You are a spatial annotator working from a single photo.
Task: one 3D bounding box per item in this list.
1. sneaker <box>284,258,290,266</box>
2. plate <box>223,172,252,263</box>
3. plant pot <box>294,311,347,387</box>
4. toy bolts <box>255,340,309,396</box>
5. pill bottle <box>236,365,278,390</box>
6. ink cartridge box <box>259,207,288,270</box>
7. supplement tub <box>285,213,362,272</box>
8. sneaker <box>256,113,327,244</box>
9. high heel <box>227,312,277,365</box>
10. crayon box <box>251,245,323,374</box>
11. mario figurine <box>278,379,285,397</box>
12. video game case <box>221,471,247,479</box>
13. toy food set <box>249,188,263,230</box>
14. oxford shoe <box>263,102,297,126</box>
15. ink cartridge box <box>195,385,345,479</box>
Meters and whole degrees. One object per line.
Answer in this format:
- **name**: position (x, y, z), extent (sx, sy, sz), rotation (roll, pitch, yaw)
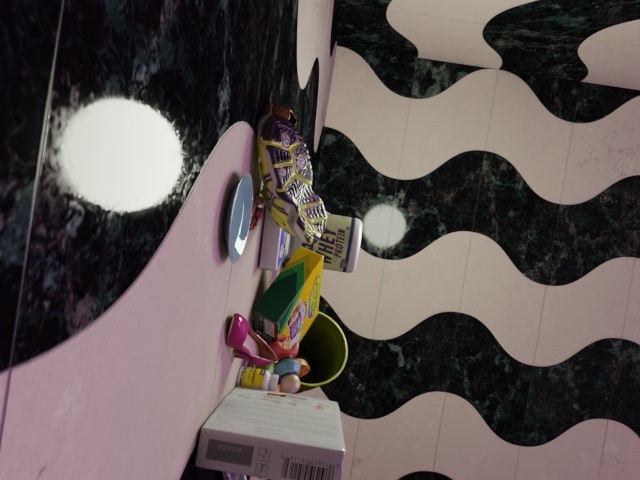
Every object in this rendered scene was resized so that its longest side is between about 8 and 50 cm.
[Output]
- **sneaker**: position (-0.113, 0.112, 2.137), extent (0.330, 0.122, 0.147), rotation (-74, 171, -73)
- **plate**: position (-0.171, -0.047, 0.904), extent (0.188, 0.024, 0.189), rotation (9, 90, -89)
- **plant pot**: position (-0.098, 0.575, 2.138), extent (0.353, 0.365, 0.367), rotation (117, -13, -51)
- **toy bolts**: position (-0.109, 0.451, 1.426), extent (0.229, 0.218, 0.159), rotation (-61, -147, 39)
- **pill bottle**: position (-0.185, 0.415, 1.312), extent (0.065, 0.116, 0.065), rotation (9, 90, -89)
- **ink cartridge box**: position (-0.132, -0.082, 1.445), extent (0.303, 0.072, 0.308), rotation (-65, 161, -81)
- **supplement tub**: position (0.000, 0.000, 1.858), extent (0.235, 0.324, 0.236), rotation (9, 90, -89)
- **sneaker**: position (-0.103, -0.142, 1.133), extent (0.145, 0.147, 0.385), rotation (-53, 143, -35)
- **high heel**: position (-0.165, 0.255, 1.104), extent (0.244, 0.117, 0.082), rotation (97, 2, -51)
- **crayon box**: position (-0.110, 0.255, 1.557), extent (0.313, 0.106, 0.363), rotation (-53, 159, -38)
- **mario figurine**: position (-0.216, 0.637, 1.632), extent (0.198, 0.169, 0.321), rotation (-42, 149, -57)
- **video game case**: position (-0.241, 0.695, 1.270), extent (0.190, 0.022, 0.173), rotation (91, -19, -78)
- **toy food set**: position (-0.163, -0.072, 1.128), extent (0.078, 0.019, 0.122), rotation (97, 2, -48)
- **oxford shoe**: position (-0.098, -0.308, 1.162), extent (0.212, 0.075, 0.076), rotation (-83, 180, -83)
- **ink cartridge box**: position (-0.104, 0.464, 1.086), extent (0.385, 0.307, 0.091), rotation (92, 7, -84)
